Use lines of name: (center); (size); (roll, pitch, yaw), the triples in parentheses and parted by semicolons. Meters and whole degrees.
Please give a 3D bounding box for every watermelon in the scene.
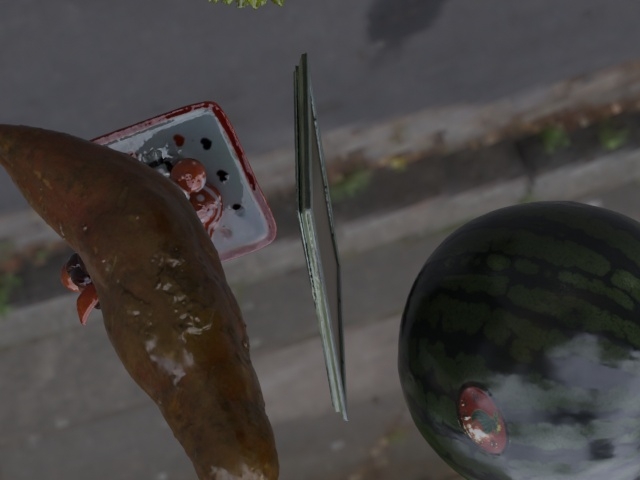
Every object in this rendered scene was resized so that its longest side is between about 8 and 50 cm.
watermelon: (0.158, 0.075, 1.317); (0.212, 0.212, 0.212); (-17, 159, -7)

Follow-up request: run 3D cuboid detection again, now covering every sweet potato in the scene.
sweet potato: (-0.113, 0.031, 1.394); (0.106, 0.354, 0.095); (-27, 157, -24)

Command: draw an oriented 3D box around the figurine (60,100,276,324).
figurine: (-0.167, 0.002, 1.828); (0.183, 0.160, 0.226); (-19, -161, 18)

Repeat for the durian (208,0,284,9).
durian: (-0.029, -0.232, 1.281); (0.198, 0.146, 0.159); (-54, 168, -33)

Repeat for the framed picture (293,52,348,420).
framed picture: (0.000, 0.000, 1.224); (0.011, 0.142, 0.183); (-6, 133, 4)
